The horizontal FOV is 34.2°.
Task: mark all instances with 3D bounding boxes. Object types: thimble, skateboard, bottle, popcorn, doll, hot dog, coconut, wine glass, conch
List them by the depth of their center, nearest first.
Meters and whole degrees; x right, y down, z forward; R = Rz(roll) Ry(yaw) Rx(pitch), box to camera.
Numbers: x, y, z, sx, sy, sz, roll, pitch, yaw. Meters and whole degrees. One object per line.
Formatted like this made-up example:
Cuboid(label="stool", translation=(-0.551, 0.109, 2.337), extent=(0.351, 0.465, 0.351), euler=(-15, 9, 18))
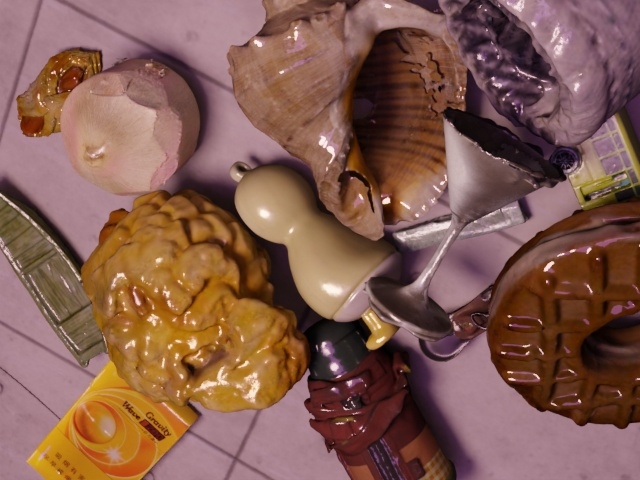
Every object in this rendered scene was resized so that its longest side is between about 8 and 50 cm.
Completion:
Cuboid(label="thimble", translation=(0.242, -0.225, 1.067), extent=(0.157, 0.217, 0.245), euler=(-41, 137, -8))
Cuboid(label="wine glass", translation=(0.147, -0.013, 1.148), extent=(0.156, 0.156, 0.232), euler=(31, 111, 6))
Cuboid(label="conch", translation=(0.042, -0.173, 1.197), extent=(0.263, 0.186, 0.324), euler=(-16, 124, 8))
Cuboid(label="skateboard", translation=(0.188, 0.100, 1.292), extent=(0.151, 0.080, 0.067), euler=(-34, 89, 23))
Cuboid(label="coconut", translation=(-0.240, -0.140, 1.296), extent=(0.171, 0.183, 0.170), euler=(5, 112, 13))
Cuboid(label="doll", translation=(-0.005, 0.008, 1.303), extent=(0.296, 0.141, 0.117), euler=(40, 133, 14))
Cuboid(label="popcorn", translation=(-0.167, 0.094, 1.316), extent=(0.332, 0.225, 0.265), euler=(41, 124, 17))
Cuboid(label="bottle", translation=(0.070, 0.220, 1.345), extent=(0.143, 0.156, 0.271), euler=(-15, 105, 56))
Cuboid(label="hot dog", translation=(-0.354, -0.190, 1.384), extent=(0.078, 0.061, 0.169), euler=(46, 116, -2))

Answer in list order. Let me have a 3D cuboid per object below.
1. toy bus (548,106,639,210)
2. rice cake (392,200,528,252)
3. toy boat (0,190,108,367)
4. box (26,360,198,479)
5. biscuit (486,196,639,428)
Cuboid(label="toy bus", translation=(0.331, -0.066, 1.182), extent=(0.101, 0.088, 0.175), euler=(-22, 99, 24))
Cuboid(label="rice cake", translation=(0.171, -0.017, 1.286), extent=(0.171, 0.029, 0.033), euler=(-14, 100, 23))
Cuboid(label="toy boat", translation=(-0.388, 0.042, 1.481), extent=(0.093, 0.055, 0.293), euler=(-31, 97, 26))
Cuboid(label="box", translation=(-0.313, 0.295, 1.549), extent=(0.152, 0.043, 0.269), euler=(43, 116, 0))
Cuboid(label="biscuit", translation=(0.344, 0.088, 1.158), extent=(0.332, 0.103, 0.332), euler=(3, 136, 2))
